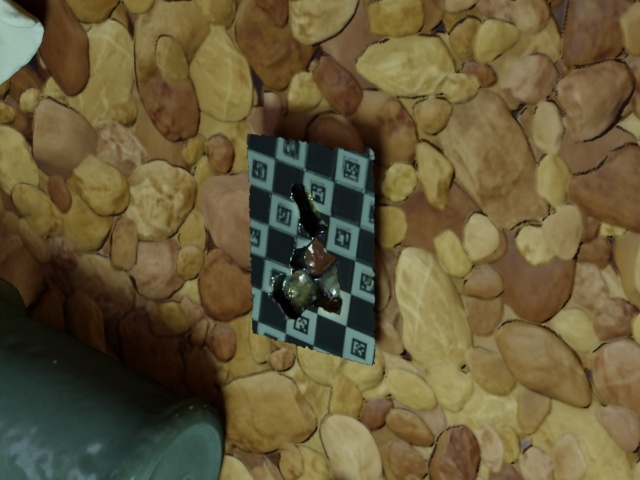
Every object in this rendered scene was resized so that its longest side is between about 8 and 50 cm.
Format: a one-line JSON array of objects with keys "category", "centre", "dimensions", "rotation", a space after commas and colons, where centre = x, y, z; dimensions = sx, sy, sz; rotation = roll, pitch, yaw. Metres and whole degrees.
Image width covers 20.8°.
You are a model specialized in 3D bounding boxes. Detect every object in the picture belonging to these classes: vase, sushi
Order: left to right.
[{"category": "vase", "centre": [-0.256, 0.185, 1.661], "dimensions": [0.291, 0.245, 0.245], "rotation": [21, 114, 26]}, {"category": "sushi", "centre": [0.000, 0.000, 1.540], "dimensions": [0.139, 0.031, 0.201], "rotation": [13, 114, 33]}]

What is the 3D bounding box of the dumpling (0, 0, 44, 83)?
[{"category": "dumpling", "centre": [-0.399, -0.252, 1.720], "dimensions": [0.318, 0.187, 0.243], "rotation": [-4, 140, 46]}]
